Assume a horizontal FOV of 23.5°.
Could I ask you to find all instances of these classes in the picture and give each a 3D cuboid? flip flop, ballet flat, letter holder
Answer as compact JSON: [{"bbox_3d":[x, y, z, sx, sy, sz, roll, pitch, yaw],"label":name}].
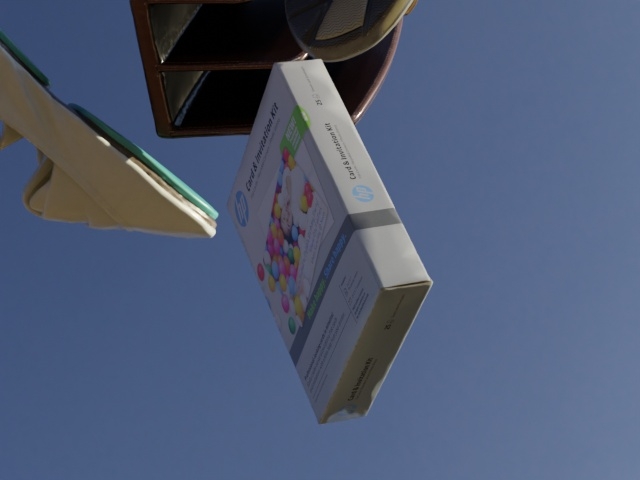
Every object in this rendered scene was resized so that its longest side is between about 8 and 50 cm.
[{"bbox_3d":[0.040,-0.213,1.206,0.112,0.277,0.080,-16,-59,14],"label":"flip flop"},{"bbox_3d":[-0.283,-0.104,1.516,0.400,0.139,0.139,42,-62,-16],"label":"ballet flat"},{"bbox_3d":[-0.037,-0.242,1.565,0.214,0.302,0.152,0,-57,14],"label":"letter holder"}]

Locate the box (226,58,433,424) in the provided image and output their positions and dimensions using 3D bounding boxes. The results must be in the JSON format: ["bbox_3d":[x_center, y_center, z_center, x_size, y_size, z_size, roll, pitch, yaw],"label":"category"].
[{"bbox_3d":[0.000,0.000,0.983,0.038,0.186,0.145,-7,-36,-24],"label":"box"}]
